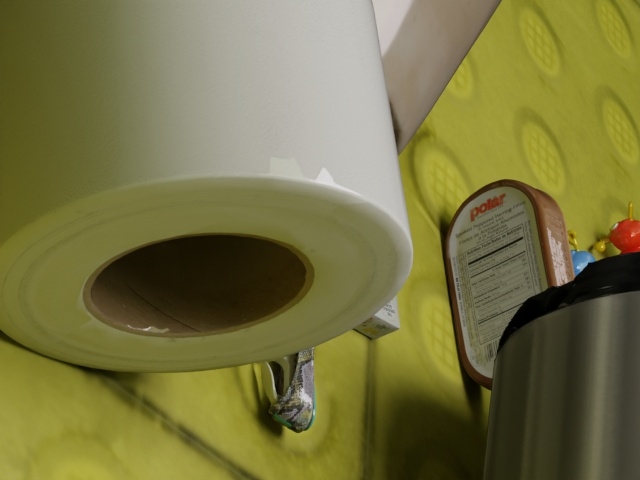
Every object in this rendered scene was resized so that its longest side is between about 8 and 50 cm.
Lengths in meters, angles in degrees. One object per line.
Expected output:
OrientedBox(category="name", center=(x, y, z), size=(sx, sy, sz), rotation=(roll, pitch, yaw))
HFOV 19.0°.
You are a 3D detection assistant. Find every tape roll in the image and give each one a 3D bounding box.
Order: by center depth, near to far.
OrientedBox(category="tape roll", center=(-0.077, -0.047, 1.108), size=(0.246, 0.246, 0.169), rotation=(28, 46, -47))

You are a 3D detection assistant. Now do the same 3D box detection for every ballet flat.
OrientedBox(category="ballet flat", center=(-0.022, 0.078, 1.317), size=(0.041, 0.041, 0.114), rotation=(41, 37, -37))

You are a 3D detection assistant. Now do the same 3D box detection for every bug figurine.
OrientedBox(category="bug figurine", center=(0.289, 0.080, 1.779), size=(0.279, 0.072, 0.216), rotation=(-19, 92, -65))

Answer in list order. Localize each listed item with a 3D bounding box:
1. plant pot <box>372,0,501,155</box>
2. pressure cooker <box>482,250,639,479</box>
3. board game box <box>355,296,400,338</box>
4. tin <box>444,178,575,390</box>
OrientedBox(category="plant pot", center=(-0.001, -0.205, 1.331), size=(0.323, 0.323, 0.280), rotation=(41, 54, -36))
OrientedBox(category="pressure cooker", center=(0.284, 0.257, 1.322), size=(0.370, 0.375, 0.420), rotation=(25, 60, -31))
OrientedBox(category="board game box", center=(0.000, 0.000, 1.417), size=(0.154, 0.026, 0.103), rotation=(30, 45, -46))
OrientedBox(category="tin", center=(0.156, 0.038, 1.560), size=(0.040, 0.106, 0.189), rotation=(29, 45, -46))
